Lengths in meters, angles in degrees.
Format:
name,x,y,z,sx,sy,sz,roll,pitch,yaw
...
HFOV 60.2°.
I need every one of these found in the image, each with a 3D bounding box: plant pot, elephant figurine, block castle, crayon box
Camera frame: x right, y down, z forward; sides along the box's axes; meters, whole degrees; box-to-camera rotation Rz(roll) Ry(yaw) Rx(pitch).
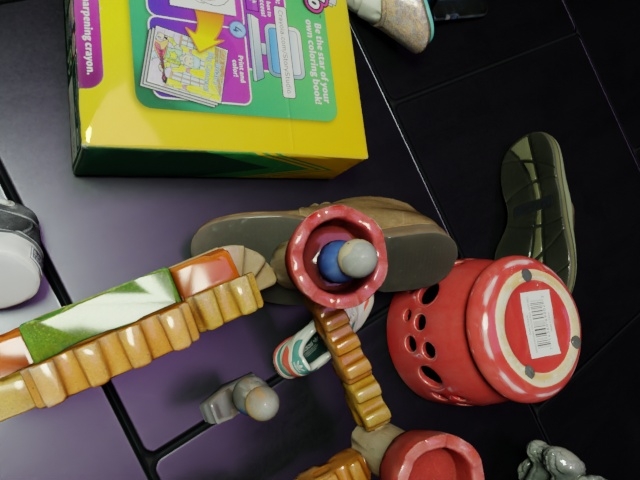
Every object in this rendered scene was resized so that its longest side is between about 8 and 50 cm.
name,x,y,z,sx,sy,sz,roll,pitch,yaw
plant pot,0.204,0.112,0.690,0.191,0.174,0.191,6,77,-24
elephant figurine,0.269,0.392,0.694,0.239,0.186,0.169,-49,146,-16
block castle,-0.115,0.178,0.439,0.452,0.213,0.303,-24,92,-18
crayon box,-0.121,-0.258,0.634,0.312,0.106,0.363,-2,81,-29

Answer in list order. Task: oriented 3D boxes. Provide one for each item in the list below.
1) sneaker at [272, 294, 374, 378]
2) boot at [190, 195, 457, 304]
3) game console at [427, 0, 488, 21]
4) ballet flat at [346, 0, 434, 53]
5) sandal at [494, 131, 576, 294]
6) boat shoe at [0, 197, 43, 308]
name,x,y,z,sx,sy,sz,roll,pitch,yaw
sneaker,0.020,0.103,0.648,0.161,0.075,0.057,-38,98,-28
boot,0.000,0.000,0.662,0.304,0.115,0.113,1,122,-15
game console,0.164,-0.488,0.800,0.173,0.250,0.293,-22,90,-4
ballet flat,0.051,-0.394,0.769,0.106,0.107,0.316,-21,84,-11
sandal,0.333,-0.017,0.821,0.086,0.120,0.303,22,69,-37
boat shoe,-0.391,-0.003,0.444,0.301,0.108,0.102,0,44,-27
